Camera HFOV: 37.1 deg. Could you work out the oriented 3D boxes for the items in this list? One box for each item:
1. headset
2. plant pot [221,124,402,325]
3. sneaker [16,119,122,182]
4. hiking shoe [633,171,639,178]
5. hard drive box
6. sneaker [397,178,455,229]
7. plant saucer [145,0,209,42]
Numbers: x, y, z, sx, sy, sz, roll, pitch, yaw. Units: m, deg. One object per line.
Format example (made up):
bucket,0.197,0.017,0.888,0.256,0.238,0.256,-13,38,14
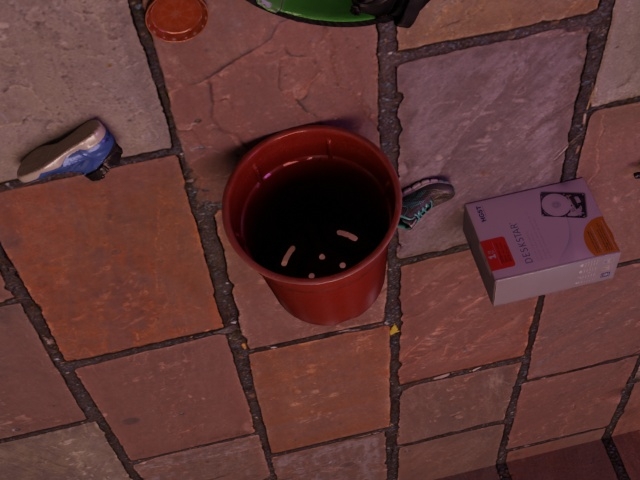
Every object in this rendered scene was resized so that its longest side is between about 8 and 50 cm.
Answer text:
headset,0.038,-0.310,1.074,0.243,0.185,0.394,18,164,-34
plant pot,0.000,0.000,1.537,0.272,0.272,0.265,-15,153,-1
sneaker,-0.363,-0.110,1.400,0.152,0.058,0.084,-29,135,8
hiking shoe,0.670,-0.164,1.698,0.114,0.086,0.227,6,141,-33
hard drive box,0.399,0.002,1.742,0.232,0.181,0.089,-14,145,-4
sneaker,0.160,-0.053,1.665,0.167,0.076,0.065,-17,146,2
plant saucer,-0.189,-0.296,1.251,0.084,0.013,0.083,-11,144,-8
